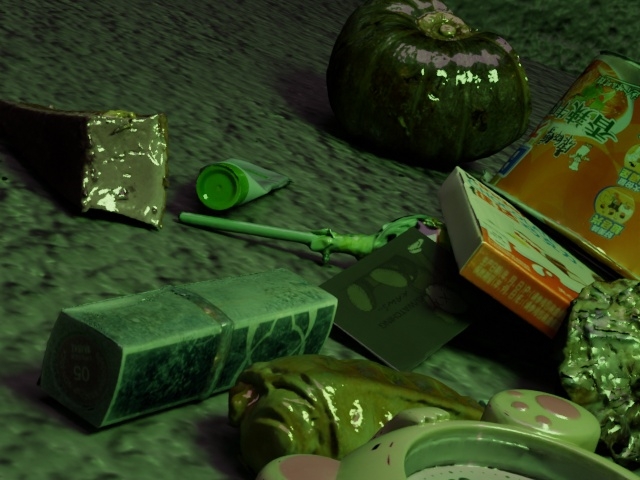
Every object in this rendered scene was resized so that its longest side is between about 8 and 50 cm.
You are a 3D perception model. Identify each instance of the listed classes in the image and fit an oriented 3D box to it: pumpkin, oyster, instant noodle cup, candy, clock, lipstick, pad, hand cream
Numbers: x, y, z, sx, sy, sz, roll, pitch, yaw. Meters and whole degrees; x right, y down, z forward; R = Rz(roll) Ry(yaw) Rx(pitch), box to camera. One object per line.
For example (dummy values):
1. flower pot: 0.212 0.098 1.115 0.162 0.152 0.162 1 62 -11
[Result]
1. pumpkin: 0.125 -0.215 2.013 0.232 0.242 0.325 -27 44 -24
2. oyster: 0.335 0.121 1.265 0.259 0.092 0.198 9 62 -23
3. instant noodle cup: 0.367 -0.072 1.609 0.296 0.214 0.296 34 4 -3
4. candy: 0.000 0.000 1.446 0.305 0.083 0.091 9 14 -3
5. clock: 0.126 0.208 0.870 0.309 0.114 0.284 1 26 -38
6. lipstick: -0.094 0.078 1.096 0.076 0.077 0.289 27 20 27
7. pad: 0.085 0.054 1.330 0.127 0.004 0.190 36 42 22
8. hand cream: -0.089 -0.071 1.569 0.079 0.050 0.275 45 10 0

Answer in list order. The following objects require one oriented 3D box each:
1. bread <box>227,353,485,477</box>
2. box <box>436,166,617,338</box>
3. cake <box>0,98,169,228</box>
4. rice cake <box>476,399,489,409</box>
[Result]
1. bread: 0.038 0.137 1.048 0.232 0.088 0.128 9 27 -40
2. box: 0.248 0.048 1.423 0.273 0.048 0.265 34 15 -12
3. cake: -0.258 -0.115 1.480 0.116 0.113 0.295 6 16 -37
4. rice cake: 0.162 0.170 1.157 0.022 0.021 0.121 21 15 -24
